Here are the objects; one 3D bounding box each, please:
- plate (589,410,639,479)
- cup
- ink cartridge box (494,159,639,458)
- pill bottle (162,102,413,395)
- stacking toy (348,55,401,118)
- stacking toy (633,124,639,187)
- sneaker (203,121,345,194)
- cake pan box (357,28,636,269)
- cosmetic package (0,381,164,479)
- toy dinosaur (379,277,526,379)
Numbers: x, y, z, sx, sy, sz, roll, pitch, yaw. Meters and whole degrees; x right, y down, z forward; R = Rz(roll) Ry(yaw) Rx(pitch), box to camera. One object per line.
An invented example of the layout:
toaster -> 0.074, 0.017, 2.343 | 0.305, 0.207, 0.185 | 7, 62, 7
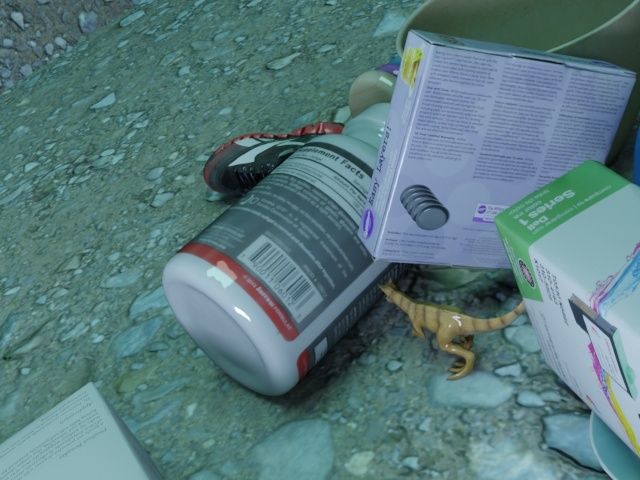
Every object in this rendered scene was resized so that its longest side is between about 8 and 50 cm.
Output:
plate -> 0.338, 0.168, 0.810 | 0.188, 0.024, 0.188 | -18, 31, 12
cup -> 0.292, -0.212, 1.198 | 0.331, 0.237, 0.331 | -18, 33, 12
ink cartridge box -> 0.284, 0.084, 0.755 | 0.117, 0.201, 0.278 | -30, 32, -5
pill bottle -> 0.000, 0.000, 1.121 | 0.210, 0.210, 0.363 | 15, 49, 47
stacking toy -> 0.200, -0.276, 1.479 | 0.330, 0.141, 0.141 | -38, 33, -31
stacking toy -> 0.507, -0.074, 0.958 | 0.301, 0.175, 0.166 | -9, 33, 1
sneaker -> -0.079, -0.112, 1.446 | 0.276, 0.098, 0.135 | -8, 34, 25
cake pan box -> 0.195, -0.090, 0.995 | 0.266, 0.246, 0.070 | 3, 27, -19
cosmetic package -> -0.214, 0.316, 0.858 | 0.197, 0.155, 0.365 | -34, 33, -12
toy dinosaur -> 0.146, 0.092, 0.974 | 0.211, 0.112, 0.064 | 8, 44, 41
